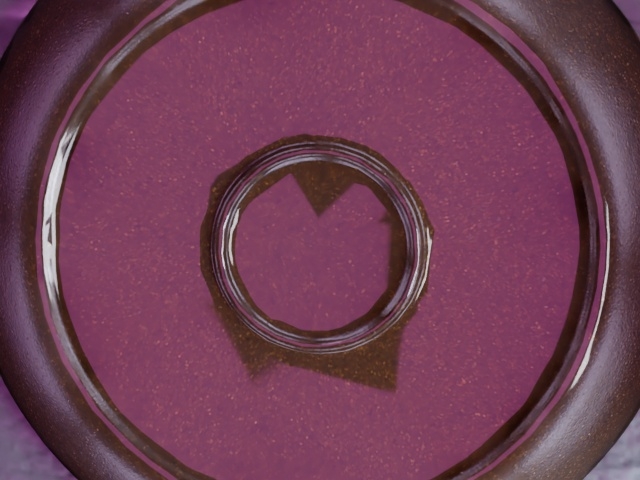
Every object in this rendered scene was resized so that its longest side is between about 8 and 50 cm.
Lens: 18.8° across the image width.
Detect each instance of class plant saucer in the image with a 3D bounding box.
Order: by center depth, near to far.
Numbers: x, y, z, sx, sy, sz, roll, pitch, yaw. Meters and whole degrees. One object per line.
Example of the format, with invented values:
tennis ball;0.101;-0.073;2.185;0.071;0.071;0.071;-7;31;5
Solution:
plant saucer;0.000;0.000;0.801;0.310;0.050;0.311;1;100;3
